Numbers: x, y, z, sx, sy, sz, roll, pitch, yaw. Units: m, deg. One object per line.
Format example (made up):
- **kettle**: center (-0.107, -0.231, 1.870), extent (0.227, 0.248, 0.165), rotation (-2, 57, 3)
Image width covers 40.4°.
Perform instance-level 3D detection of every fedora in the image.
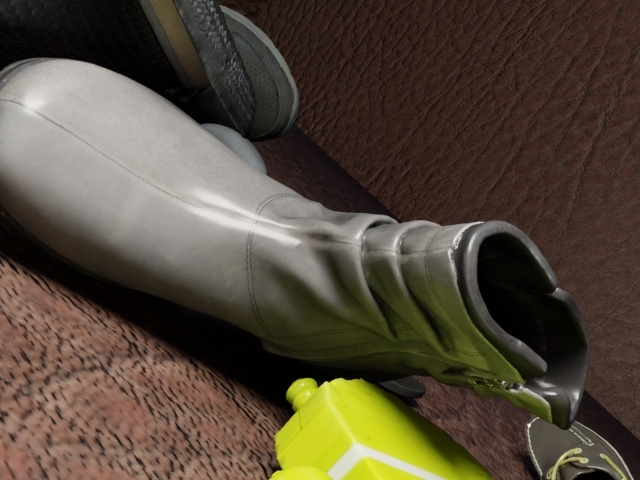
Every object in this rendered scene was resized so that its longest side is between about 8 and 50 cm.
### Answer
- **fedora**: center (-0.162, -0.185, 0.581), extent (0.334, 0.152, 0.334), rotation (157, -90, -89)

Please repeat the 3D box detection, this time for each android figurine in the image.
- **android figurine**: center (0.068, 0.167, 0.438), extent (0.248, 0.056, 0.273), rotation (32, 12, -45)

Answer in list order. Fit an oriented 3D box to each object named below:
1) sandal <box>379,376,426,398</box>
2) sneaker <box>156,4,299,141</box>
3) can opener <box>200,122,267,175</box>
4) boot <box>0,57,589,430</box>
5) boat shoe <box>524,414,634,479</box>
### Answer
- **sandal**: center (0.030, 0.078, 0.801), extent (0.179, 0.040, 0.067), rotation (42, 8, 9)
- **sneaker**: center (-0.168, -0.186, 0.806), extent (0.340, 0.125, 0.140), rotation (34, 27, -20)
- **can opener**: center (-0.064, -0.028, 0.742), extent (0.076, 0.095, 0.283), rotation (33, 4, -42)
- **boot**: center (0.000, 0.000, 0.473), extent (0.222, 0.118, 0.338), rotation (3, -21, 44)
- **boat shoe**: center (0.266, 0.243, 0.849), extent (0.068, 0.081, 0.228), rotation (39, 9, -38)
